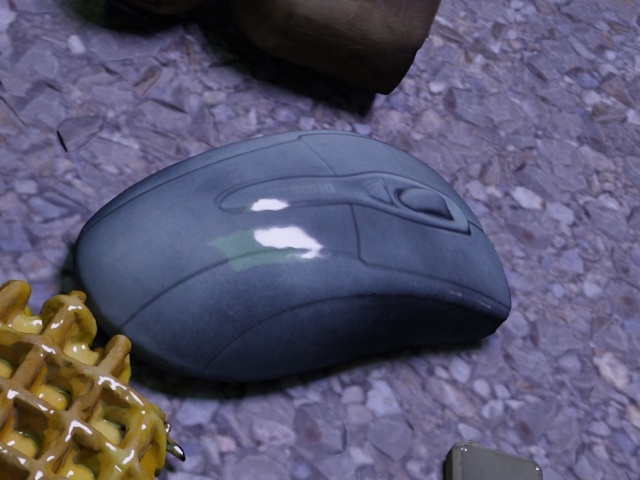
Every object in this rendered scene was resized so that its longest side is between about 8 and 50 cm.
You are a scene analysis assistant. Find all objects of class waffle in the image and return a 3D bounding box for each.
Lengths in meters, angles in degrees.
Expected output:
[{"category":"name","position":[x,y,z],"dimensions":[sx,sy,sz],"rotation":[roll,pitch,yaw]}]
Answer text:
[{"category":"waffle","position":[-0.218,0.149,0.927],"dimensions":[0.329,0.062,0.329],"rotation":[14,46,-15]}]

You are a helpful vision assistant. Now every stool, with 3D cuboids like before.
[{"category":"stool","position":[-0.033,-0.250,1.288],"dimensions":[0.264,0.179,0.179],"rotation":[18,46,-11]}]

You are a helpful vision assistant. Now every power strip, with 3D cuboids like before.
[{"category":"power strip","position":[0.124,0.220,1.056],"dimensions":[0.076,0.028,0.169],"rotation":[17,44,-12]}]

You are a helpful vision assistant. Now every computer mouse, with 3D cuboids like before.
[{"category":"computer mouse","position":[0.000,0.000,1.132],"dimensions":[0.371,0.122,0.188],"rotation":[-4,54,-33]}]
